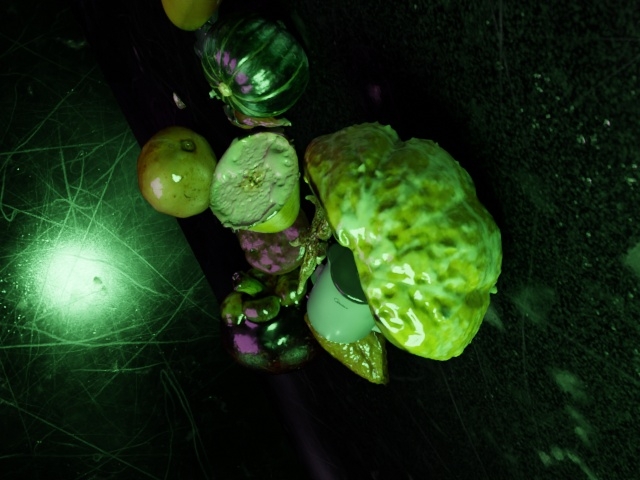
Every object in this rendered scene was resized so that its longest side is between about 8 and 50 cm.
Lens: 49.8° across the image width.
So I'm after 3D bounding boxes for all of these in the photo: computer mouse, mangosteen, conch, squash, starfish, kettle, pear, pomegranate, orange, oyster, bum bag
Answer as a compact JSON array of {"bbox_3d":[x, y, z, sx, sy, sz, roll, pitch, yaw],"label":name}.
[{"bbox_3d":[0.009,0.093,1.787,0.055,0.032,0.110,56,153,13],"label":"computer mouse"},{"bbox_3d":[-0.125,0.215,1.905,0.330,0.330,0.330,52,160,28],"label":"mangosteen"},{"bbox_3d":[-0.154,-0.297,1.580,0.233,0.086,0.080,14,109,60],"label":"conch"},{"bbox_3d":[-0.122,-0.328,1.289,0.218,0.173,0.218,43,152,31],"label":"squash"},{"bbox_3d":[-0.019,-0.002,1.507,0.277,0.062,0.235,146,138,-61],"label":"starfish"},{"bbox_3d":[0.090,0.119,1.427,0.221,0.161,0.236,39,153,9],"label":"kettle"},{"bbox_3d":[-0.127,-0.117,1.628,0.267,0.267,0.178,50,-176,33],"label":"pear"},{"bbox_3d":[-0.456,-0.224,2.227,0.307,0.307,0.307,52,160,28],"label":"pomegranate"},{"bbox_3d":[0.130,-0.013,0.973,0.368,0.211,0.271,63,-159,4],"label":"orange"},{"bbox_3d":[-0.468,-0.463,2.297,0.083,0.019,0.054,44,154,48],"label":"oyster"},{"bbox_3d":[-0.270,-0.506,1.620,0.123,0.060,0.248,54,159,34],"label":"bum bag"}]

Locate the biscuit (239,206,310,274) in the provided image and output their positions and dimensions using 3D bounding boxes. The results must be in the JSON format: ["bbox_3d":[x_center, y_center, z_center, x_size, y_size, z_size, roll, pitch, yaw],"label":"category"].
[{"bbox_3d":[-0.118,-0.012,1.759,0.212,0.212,0.036,57,-155,15],"label":"biscuit"}]

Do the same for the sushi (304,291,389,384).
[{"bbox_3d":[0.086,0.217,1.606,0.287,0.149,0.140,37,-177,-9],"label":"sushi"}]

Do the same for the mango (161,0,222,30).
[{"bbox_3d":[-0.276,-0.539,1.456,0.221,0.120,0.151,-22,94,60],"label":"mango"}]

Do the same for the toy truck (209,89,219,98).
[{"bbox_3d":[-0.209,-0.369,1.586,0.077,0.100,0.169,67,161,-12],"label":"toy truck"}]

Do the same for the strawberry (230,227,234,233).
[{"bbox_3d":[-0.254,-0.074,2.179,0.145,0.086,0.145,51,158,31],"label":"strawberry"}]

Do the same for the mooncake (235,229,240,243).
[{"bbox_3d":[-0.166,-0.044,1.919,0.228,0.124,0.228,53,159,30],"label":"mooncake"}]

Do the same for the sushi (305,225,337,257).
[{"bbox_3d":[0.000,0.000,1.631,0.084,0.056,0.083,63,163,-6],"label":"sushi"}]
